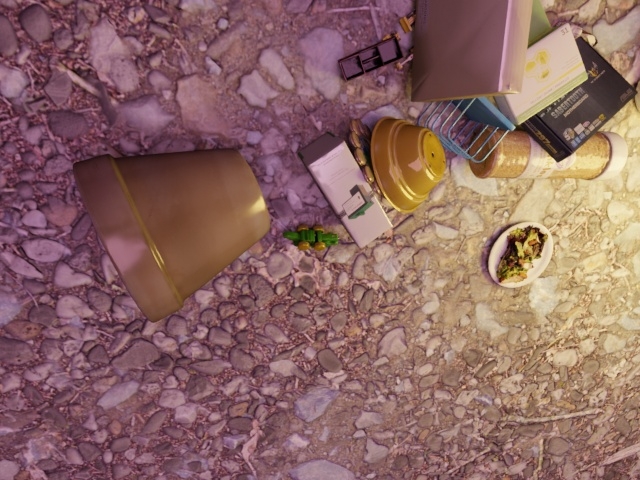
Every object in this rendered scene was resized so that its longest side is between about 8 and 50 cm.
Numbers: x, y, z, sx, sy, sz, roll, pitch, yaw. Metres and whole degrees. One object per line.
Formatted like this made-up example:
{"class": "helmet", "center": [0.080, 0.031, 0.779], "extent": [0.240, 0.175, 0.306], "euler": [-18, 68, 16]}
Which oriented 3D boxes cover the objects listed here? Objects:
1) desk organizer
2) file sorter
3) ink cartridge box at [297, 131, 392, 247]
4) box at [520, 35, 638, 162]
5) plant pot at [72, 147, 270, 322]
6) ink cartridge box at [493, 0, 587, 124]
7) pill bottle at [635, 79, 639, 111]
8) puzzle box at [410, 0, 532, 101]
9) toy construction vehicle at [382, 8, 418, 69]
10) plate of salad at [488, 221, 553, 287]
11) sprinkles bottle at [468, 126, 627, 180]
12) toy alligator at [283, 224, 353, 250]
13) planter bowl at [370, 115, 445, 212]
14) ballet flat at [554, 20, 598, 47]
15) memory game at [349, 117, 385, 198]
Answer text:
{"class": "desk organizer", "center": [0.104, -0.378, 0.845], "extent": [0.130, 0.050, 0.047], "euler": [-19, 114, 11]}
{"class": "file sorter", "center": [0.307, -0.254, 0.887], "extent": [0.118, 0.170, 0.105], "euler": [32, 104, -21]}
{"class": "ink cartridge box", "center": [0.052, -0.113, 0.894], "extent": [0.092, 0.160, 0.220], "euler": [-33, 115, 3]}
{"class": "box", "center": [0.555, -0.316, 0.904], "extent": [0.232, 0.059, 0.183], "euler": [-40, 83, -11]}
{"class": "plant pot", "center": [-0.266, -0.048, 0.800], "extent": [0.280, 0.323, 0.324], "euler": [-27, 115, -18]}
{"class": "ink cartridge box", "center": [0.404, -0.379, 0.805], "extent": [0.171, 0.056, 0.235], "euler": [-33, 108, 2]}
{"class": "pill bottle", "center": [0.887, -0.343, 0.919], "extent": [0.146, 0.264, 0.147], "euler": [-4, 112, -11]}
{"class": "puzzle box", "center": [0.263, -0.465, 0.717], "extent": [0.052, 0.272, 0.410], "euler": [-5, 107, -17]}
{"class": "toy construction vehicle", "center": [0.188, -0.429, 0.866], "extent": [0.098, 0.035, 0.086], "euler": [-35, 114, 3]}
{"class": "plate of salad", "center": [0.561, 0.046, 1.122], "extent": [0.199, 0.048, 0.200], "euler": [-4, 111, -9]}
{"class": "sprinkles bottle", "center": [0.546, -0.207, 0.981], "extent": [0.354, 0.121, 0.122], "euler": [-1, 111, -11]}
{"class": "toy alligator", "center": [0.000, 0.000, 0.990], "extent": [0.189, 0.056, 0.051], "euler": [2, 153, -14]}
{"class": "planter bowl", "center": [0.206, -0.174, 0.871], "extent": [0.217, 0.090, 0.218], "euler": [12, 74, -45]}
{"class": "ballet flat", "center": [0.593, -0.473, 0.930], "extent": [0.114, 0.041, 0.041], "euler": [17, 107, -17]}
{"class": "memory game", "center": [0.112, -0.177, 0.876], "extent": [0.012, 0.186, 0.186], "euler": [-21, 117, 27]}
